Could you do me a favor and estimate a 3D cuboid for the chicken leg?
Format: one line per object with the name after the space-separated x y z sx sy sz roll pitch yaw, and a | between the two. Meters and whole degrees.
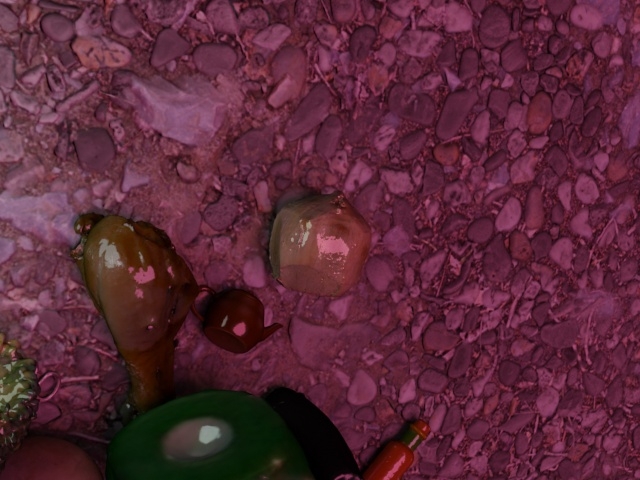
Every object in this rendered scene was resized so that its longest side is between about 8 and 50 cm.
-0.301 0.157 1.533 0.201 0.152 0.429 -7 114 -15 | chicken leg

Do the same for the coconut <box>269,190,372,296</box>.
0.003 0.001 1.631 0.194 0.194 0.194 -7 106 -27 | coconut

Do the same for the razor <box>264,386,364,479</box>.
-0.011 0.402 1.634 0.107 0.327 0.189 -13 112 -20 | razor

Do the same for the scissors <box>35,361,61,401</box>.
-0.505 0.283 1.506 0.085 0.022 0.176 39 79 -34 | scissors

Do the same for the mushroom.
-0.457 0.431 1.488 0.227 0.178 0.226 0 90 -2 | mushroom

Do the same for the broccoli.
-0.581 0.259 1.319 0.281 0.293 0.348 44 72 -3 | broccoli

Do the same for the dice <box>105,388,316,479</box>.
-0.174 0.437 1.478 0.287 0.297 0.300 -21 117 -24 | dice

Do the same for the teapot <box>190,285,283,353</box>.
-0.151 0.132 1.625 0.173 0.116 0.116 28 88 -4 | teapot

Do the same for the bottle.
0.160 0.451 1.891 0.187 0.069 0.069 -49 120 -9 | bottle
